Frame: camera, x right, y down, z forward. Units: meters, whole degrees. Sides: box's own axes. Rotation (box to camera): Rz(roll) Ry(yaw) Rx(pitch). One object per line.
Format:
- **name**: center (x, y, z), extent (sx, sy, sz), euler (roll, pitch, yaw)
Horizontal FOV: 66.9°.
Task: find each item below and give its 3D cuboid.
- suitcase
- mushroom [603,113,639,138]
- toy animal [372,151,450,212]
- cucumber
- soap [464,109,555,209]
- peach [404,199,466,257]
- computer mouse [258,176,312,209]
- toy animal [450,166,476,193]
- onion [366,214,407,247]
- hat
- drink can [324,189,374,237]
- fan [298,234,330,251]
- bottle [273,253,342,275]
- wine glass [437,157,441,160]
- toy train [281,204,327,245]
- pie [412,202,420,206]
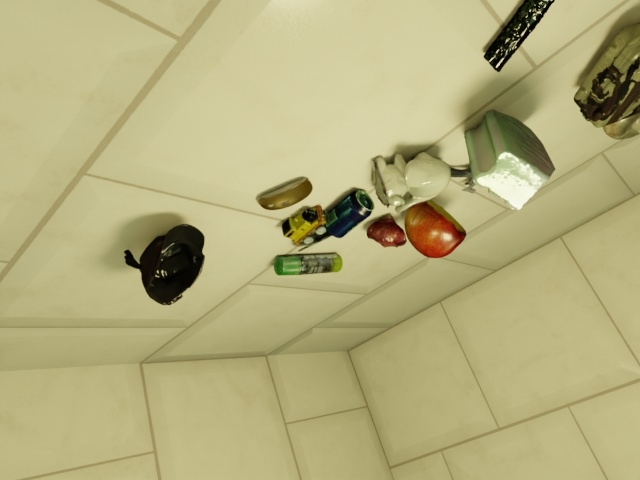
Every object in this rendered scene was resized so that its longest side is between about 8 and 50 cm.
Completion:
- **suitcase**: center (1.046, -0.563, 1.589), extent (0.339, 0.193, 0.351), euler (-22, 157, -12)
- **mushroom**: center (1.243, -0.467, 1.883), extent (0.244, 0.243, 0.243), euler (-17, 155, -8)
- **toy animal**: center (0.325, -0.219, 1.759), extent (0.289, 0.174, 0.249), euler (-27, 155, 16)
- **cucumber**: center (0.550, -0.589, 1.302), extent (0.072, 0.072, 0.300), euler (-6, 151, -28)
- **soap**: center (0.641, -0.288, 1.652), extent (0.261, 0.446, 0.156), euler (30, 124, -10)
- **peach**: center (0.500, -0.040, 2.101), extent (0.249, 0.274, 0.245), euler (-1, 112, -21)
- **computer mouse**: center (-0.121, -0.157, 1.706), extent (0.199, 0.044, 0.102), euler (-22, 152, 3)
- **toy animal**: center (0.652, -0.272, 2.013), extent (0.367, 0.081, 0.205), euler (-8, 158, -8)
- **onion**: center (0.299, -0.041, 2.150), extent (0.184, 0.184, 0.146), euler (7, 102, -45)
- **hat**: center (-0.545, 0.041, 1.700), extent (0.238, 0.209, 0.336), euler (-26, 145, -41)
- **drink can**: center (0.110, -0.102, 1.902), extent (0.118, 0.118, 0.205), euler (7, 145, -45)
- **fan**: center (0.024, -0.011, 2.028), extent (0.223, 0.012, 0.294), euler (-24, 179, -22)
- **bottle**: center (-0.054, 0.111, 2.237), extent (0.330, 0.093, 0.093), euler (-2, 149, -35)
- **wine glass**: center (0.401, -0.245, 1.901), extent (0.066, 0.066, 0.198), euler (6, 143, -43)
- **toy train**: center (-0.062, -0.061, 1.897), extent (0.127, 0.089, 0.219), euler (18, 137, -38)
- **pie**: center (0.442, -0.196, 1.974), extent (0.182, 0.049, 0.182), euler (-36, 172, -6)
